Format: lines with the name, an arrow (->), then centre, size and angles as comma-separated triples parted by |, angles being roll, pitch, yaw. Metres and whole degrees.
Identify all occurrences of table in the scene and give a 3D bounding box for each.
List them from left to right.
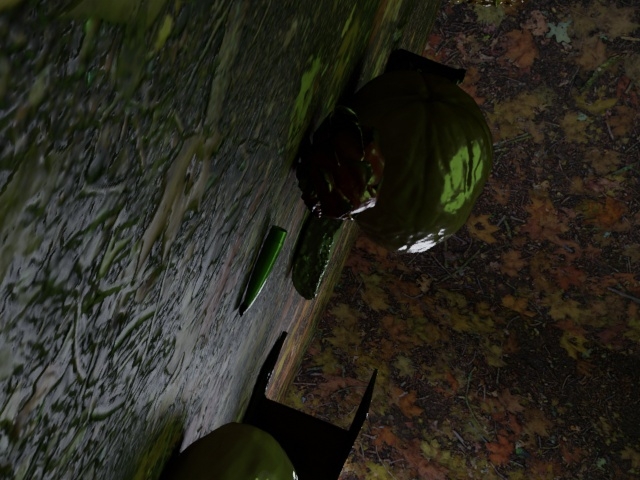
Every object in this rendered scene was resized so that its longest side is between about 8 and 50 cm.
table -> -0.037, 0.406, 1.897 | 0.196, 0.250, 0.282 | -59, 171, -64

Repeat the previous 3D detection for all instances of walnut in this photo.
walnut -> 0.144, -0.126, 1.366 | 0.252, 0.277, 0.313 | -23, 147, -24

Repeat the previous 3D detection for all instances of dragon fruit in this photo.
dragon fruit -> 0.023, -0.095, 1.071 | 0.121, 0.130, 0.142 | 23, 90, -53

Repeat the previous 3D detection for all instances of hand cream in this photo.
hand cream -> -0.075, 0.039, 1.053 | 0.036, 0.023, 0.122 | -65, 180, -79

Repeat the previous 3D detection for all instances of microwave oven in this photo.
microwave oven -> 0.214, -0.307, 1.948 | 0.188, 0.178, 0.247 | -64, 174, -71

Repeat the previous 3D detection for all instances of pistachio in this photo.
pistachio -> -0.125, 0.329, 1.035 | 0.229, 0.157, 0.157 | -43, 157, -52

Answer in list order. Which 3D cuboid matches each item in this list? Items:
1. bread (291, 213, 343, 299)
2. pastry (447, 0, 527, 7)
bread -> 0.000, 0.000, 1.533 | 0.172, 0.064, 0.232 | -1, 111, -85
pastry -> 0.377, -0.593, 1.475 | 0.292, 0.337, 0.405 | 78, 33, -69
